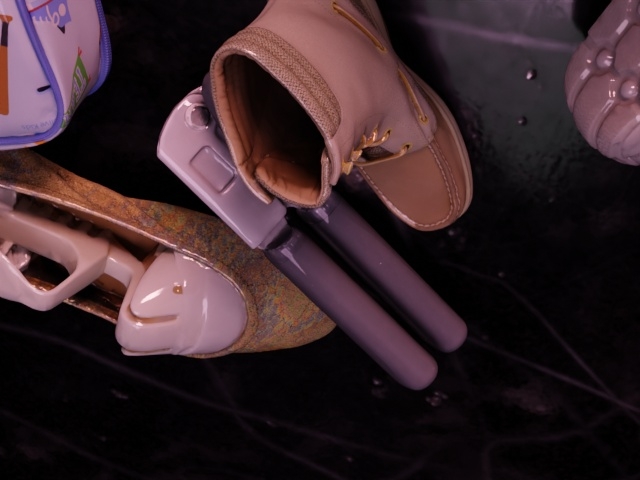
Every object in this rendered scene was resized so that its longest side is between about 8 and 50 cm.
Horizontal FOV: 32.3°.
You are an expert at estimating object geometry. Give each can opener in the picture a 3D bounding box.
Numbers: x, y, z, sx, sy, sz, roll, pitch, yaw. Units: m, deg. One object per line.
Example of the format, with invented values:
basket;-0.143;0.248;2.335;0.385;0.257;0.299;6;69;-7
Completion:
can opener;0.000;0.000;0.769;0.280;0.074;0.093;46;168;-22

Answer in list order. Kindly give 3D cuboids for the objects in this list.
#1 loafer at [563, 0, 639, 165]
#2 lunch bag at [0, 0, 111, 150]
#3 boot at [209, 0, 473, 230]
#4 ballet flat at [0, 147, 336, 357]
loafer;0.263;-0.159;0.582;0.111;0.112;0.319;7;141;-37
lunch bag;-0.301;-0.162;0.724;0.303;0.115;0.243;-1;127;15
boot;0.018;-0.060;0.673;0.077;0.165;0.213;-19;117;28
ballet flat;-0.157;0.021;0.816;0.348;0.123;0.123;24;128;-3
